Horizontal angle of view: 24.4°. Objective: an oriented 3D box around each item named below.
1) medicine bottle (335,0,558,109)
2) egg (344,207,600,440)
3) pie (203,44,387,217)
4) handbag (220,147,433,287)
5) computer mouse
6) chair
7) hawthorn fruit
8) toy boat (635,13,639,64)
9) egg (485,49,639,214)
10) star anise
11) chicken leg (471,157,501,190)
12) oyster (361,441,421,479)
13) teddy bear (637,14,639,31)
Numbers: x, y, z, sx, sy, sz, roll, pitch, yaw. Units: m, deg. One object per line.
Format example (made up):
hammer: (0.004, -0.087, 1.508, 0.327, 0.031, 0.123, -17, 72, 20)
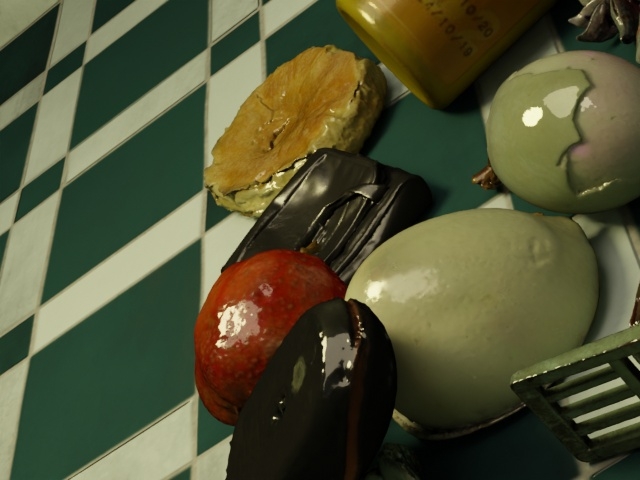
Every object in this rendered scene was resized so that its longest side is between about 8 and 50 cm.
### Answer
medicine bottle: (0.224, -0.381, 2.014, 0.384, 0.224, 0.224, -43, 28, 3)
egg: (0.149, 0.057, 1.586, 0.286, 0.174, 0.264, -34, 33, 12)
pie: (-0.039, -0.169, 2.229, 0.339, 0.083, 0.339, -31, 30, 20)
handbag: (0.000, 0.000, 1.957, 0.275, 0.088, 0.244, -49, 32, -11)
computer mouse: (-0.003, 0.192, 1.526, 0.323, 0.116, 0.183, 122, 157, -44)
chair: (0.327, 0.084, 1.353, 0.270, 0.136, 0.147, -22, 34, 38)
hawthorn fruit: (-0.048, 0.102, 1.751, 0.205, 0.205, 0.253, -20, 44, 38)
toy boat: (0.408, -0.306, 1.630, 0.206, 0.096, 0.282, -49, 30, 42)
egg: (0.295, -0.118, 1.622, 0.217, 0.183, 0.183, 4, 53, 41)
star anise: (0.395, -0.318, 1.874, 0.181, 0.061, 0.204, -51, 21, 15)
chicken leg: (0.262, -0.142, 1.798, 0.207, 0.085, 0.101, -42, 62, 18)
oyster: (0.070, 0.300, 1.454, 0.252, 0.087, 0.199, 168, 119, -75)
teddy bear: (0.439, -0.233, 1.696, 0.160, 0.078, 0.119, 9, 18, 44)
